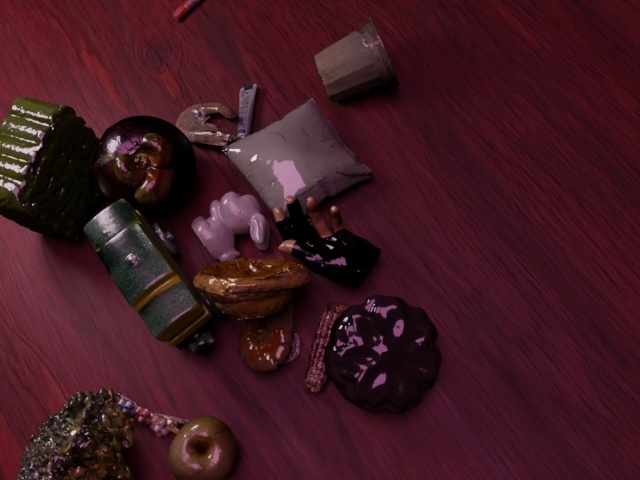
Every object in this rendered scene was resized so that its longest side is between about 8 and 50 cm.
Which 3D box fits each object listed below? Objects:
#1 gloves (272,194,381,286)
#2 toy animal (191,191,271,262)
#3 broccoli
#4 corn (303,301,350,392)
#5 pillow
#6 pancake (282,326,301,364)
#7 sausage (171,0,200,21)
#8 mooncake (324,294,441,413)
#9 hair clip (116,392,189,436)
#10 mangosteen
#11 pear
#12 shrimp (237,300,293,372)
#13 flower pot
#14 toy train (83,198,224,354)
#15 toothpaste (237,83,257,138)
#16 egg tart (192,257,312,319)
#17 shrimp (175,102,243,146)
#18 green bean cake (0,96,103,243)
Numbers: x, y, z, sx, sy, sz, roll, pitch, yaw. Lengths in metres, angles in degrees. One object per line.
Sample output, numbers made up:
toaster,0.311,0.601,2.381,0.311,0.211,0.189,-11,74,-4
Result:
gloves,0.001,0.007,1.760,0.301,0.152,0.197,46,46,-3
toy animal,-0.236,-0.029,1.838,0.193,0.127,0.178,-26,70,-4
broccoli,-0.580,0.512,1.604,0.272,0.334,0.324,0,87,-28
corn,0.013,0.266,1.721,0.079,0.079,0.237,15,76,13
pillow,-0.062,-0.214,1.883,0.312,0.119,0.310,-33,77,-14
pancake,-0.103,0.266,1.766,0.115,0.011,0.115,-3,69,7
sausage,-0.421,-0.756,2.195,0.034,0.034,0.129,39,79,19
mooncake,0.152,0.271,1.630,0.283,0.141,0.283,1,81,-6
hair clip,-0.433,0.445,1.721,0.214,0.062,0.056,18,42,9
mangosteen,-0.473,-0.202,1.851,0.288,0.288,0.288,-3,69,7
pear,-0.278,0.504,1.633,0.167,0.136,0.167,-1,68,3
shrimp,-0.131,0.199,1.762,0.154,0.062,0.294,-3,55,22
flower pot,0.095,-0.505,1.951,0.203,0.212,0.212,-20,67,10
toy train,-0.421,0.092,1.739,0.179,0.272,0.442,-38,69,-4
toothpaste,-0.220,-0.365,2.015,0.062,0.037,0.216,-8,65,23
egg tart,-0.164,0.114,1.682,0.290,0.290,0.115,0,100,8
shrimp,-0.306,-0.337,1.997,0.254,0.059,0.145,9,63,24
green bean cake,-0.728,-0.187,1.855,0.218,0.335,0.319,15,76,14
